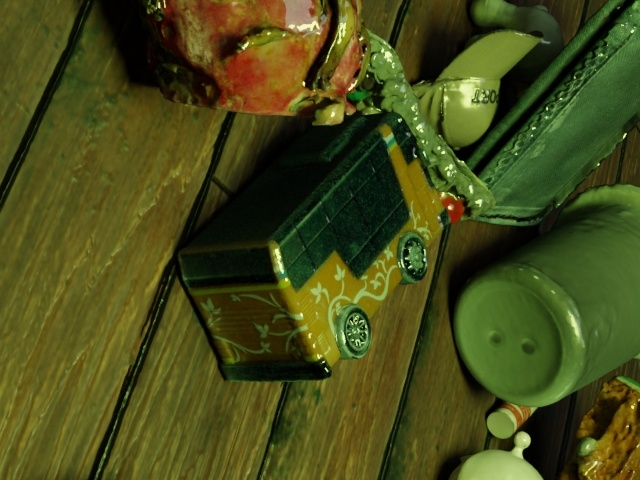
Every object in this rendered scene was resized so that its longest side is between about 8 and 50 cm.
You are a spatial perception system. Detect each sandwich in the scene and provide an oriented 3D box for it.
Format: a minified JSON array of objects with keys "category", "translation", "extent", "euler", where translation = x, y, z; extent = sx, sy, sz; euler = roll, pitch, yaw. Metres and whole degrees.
[{"category":"sandwich","translation":[0.363,0.286,1.660],"extent":[0.292,0.109,0.212],"euler":[-52,147,-35]}]

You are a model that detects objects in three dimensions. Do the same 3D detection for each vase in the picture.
[{"category":"vase","translation":[0.310,0.072,1.685],"extent":[0.291,0.245,0.245],"euler":[-19,102,-45]}]

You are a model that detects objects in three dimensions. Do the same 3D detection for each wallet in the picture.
[{"category":"wallet","translation":[0.315,-0.159,1.665],"extent":[0.237,0.342,0.075],"euler":[5,41,-51]}]

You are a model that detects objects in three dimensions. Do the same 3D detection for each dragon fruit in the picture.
[{"category":"dragon fruit","translation":[-0.046,-0.172,1.216],"extent":[0.282,0.211,0.147],"euler":[-4,93,-52]}]

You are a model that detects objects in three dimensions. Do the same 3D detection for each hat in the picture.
[{"category":"hat","translation":[0.199,-0.180,1.609],"extent":[0.147,0.175,0.085],"euler":[-11,69,-51]}]

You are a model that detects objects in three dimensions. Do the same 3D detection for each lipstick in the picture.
[{"category":"lipstick","translation":[0.257,0.208,1.733],"extent":[0.130,0.038,0.038],"euler":[-33,113,-52]}]

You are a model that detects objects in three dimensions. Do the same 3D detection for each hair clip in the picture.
[{"category":"hair clip","translation":[0.074,-0.109,1.460],"extent":[0.091,0.138,0.321],"euler":[-50,132,-7]}]

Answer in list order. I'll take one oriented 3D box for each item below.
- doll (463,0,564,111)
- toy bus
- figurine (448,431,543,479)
[{"category":"doll","translation":[0.289,-0.206,1.765],"extent":[0.275,0.113,0.155],"euler":[46,48,-40]},{"category":"toy bus","translation":[0.000,0.000,1.320],"extent":[0.275,0.138,0.167],"euler":[-46,121,-44]},{"category":"figurine","translation":[0.191,0.344,1.555],"extent":[0.144,0.182,0.257],"euler":[109,-12,-64]}]
